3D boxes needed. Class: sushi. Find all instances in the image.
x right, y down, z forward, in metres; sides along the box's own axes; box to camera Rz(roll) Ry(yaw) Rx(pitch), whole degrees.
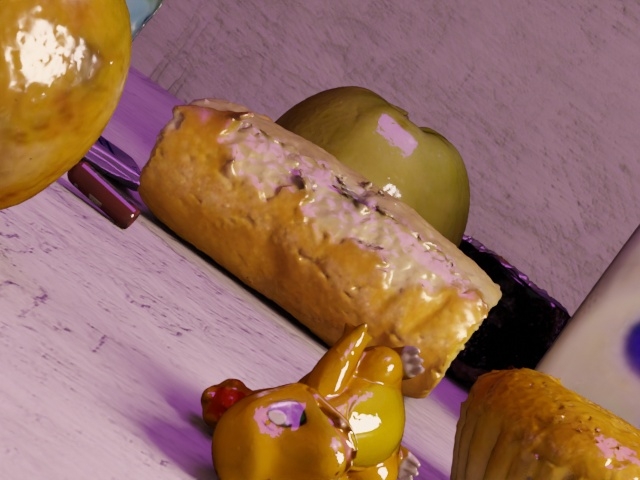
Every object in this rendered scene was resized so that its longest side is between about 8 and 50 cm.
[{"bbox_3d":[0.205,0.091,1.828,0.211,0.171,0.350,35,5,-30],"label":"sushi"}]

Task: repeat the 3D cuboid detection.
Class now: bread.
[{"bbox_3d":[0.000,0.000,1.355,0.375,0.165,0.236,36,1,9],"label":"bread"},{"bbox_3d":[0.194,0.194,0.951,0.240,0.139,0.240,35,5,-3],"label":"bread"}]

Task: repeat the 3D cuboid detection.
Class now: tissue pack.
[{"bbox_3d":[-0.253,-0.106,1.440,0.122,0.026,0.193,34,5,-22],"label":"tissue pack"}]

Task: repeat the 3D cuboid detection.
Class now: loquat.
[{"bbox_3d":[-0.215,-0.108,0.778,0.213,0.213,0.246,32,31,-30],"label":"loquat"}]

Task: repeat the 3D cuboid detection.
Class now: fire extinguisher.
[{"bbox_3d":[-0.208,-0.050,1.199,0.100,0.032,0.046,41,16,2],"label":"fire extinguisher"}]

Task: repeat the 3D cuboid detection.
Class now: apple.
[{"bbox_3d":[0.047,-0.054,1.670,0.292,0.254,0.292,31,8,-5],"label":"apple"}]

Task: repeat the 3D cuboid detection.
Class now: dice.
[{"bbox_3d":[0.403,0.160,1.399,0.304,0.304,0.277,36,25,11],"label":"dice"}]

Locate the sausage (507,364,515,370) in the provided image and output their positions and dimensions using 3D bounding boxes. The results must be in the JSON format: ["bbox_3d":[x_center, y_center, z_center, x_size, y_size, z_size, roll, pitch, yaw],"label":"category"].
[{"bbox_3d":[0.363,0.264,1.627,0.328,0.112,0.112,35,5,10],"label":"sausage"}]

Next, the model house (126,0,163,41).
[{"bbox_3d":[-0.326,-0.281,1.486,0.226,0.261,0.241,42,-11,-15],"label":"model house"}]

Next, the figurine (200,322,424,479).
[{"bbox_3d":[-0.019,0.106,0.760,0.122,0.121,0.176,7,4,22],"label":"figurine"}]
